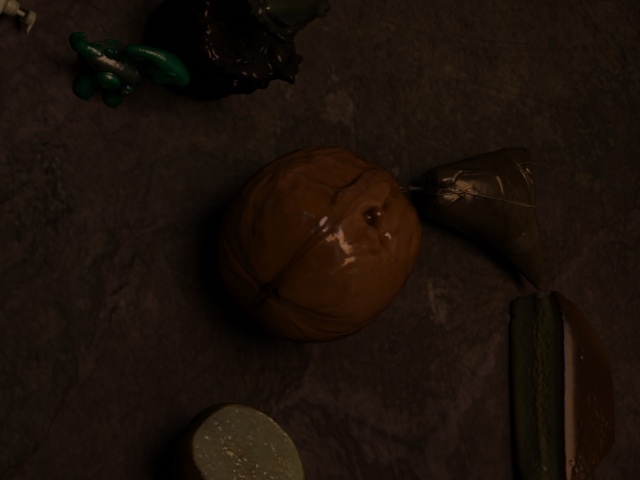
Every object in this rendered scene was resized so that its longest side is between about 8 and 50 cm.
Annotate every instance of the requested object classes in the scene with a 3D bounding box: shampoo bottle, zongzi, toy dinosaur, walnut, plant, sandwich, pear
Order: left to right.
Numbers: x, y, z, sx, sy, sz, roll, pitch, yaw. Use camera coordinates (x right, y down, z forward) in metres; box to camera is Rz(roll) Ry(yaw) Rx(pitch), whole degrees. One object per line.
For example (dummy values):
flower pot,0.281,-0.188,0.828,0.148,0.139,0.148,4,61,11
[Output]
shampoo bottle,-0.334,-0.245,1.908,0.141,0.034,0.049,29,53,-35
toy dinosaur,-0.198,-0.178,1.968,0.132,0.096,0.059,25,59,-39
pear,-0.089,0.235,1.931,0.141,0.104,0.141,20,44,-20
plant,-0.081,-0.222,2.021,0.131,0.203,0.142,16,71,-31
walnut,0.000,0.000,2.032,0.221,0.195,0.195,-40,104,-39
zongzi,0.183,-0.007,2.291,0.189,0.081,0.178,-17,98,-39
sandwich,0.281,0.186,2.298,0.096,0.094,0.258,13,69,-35
